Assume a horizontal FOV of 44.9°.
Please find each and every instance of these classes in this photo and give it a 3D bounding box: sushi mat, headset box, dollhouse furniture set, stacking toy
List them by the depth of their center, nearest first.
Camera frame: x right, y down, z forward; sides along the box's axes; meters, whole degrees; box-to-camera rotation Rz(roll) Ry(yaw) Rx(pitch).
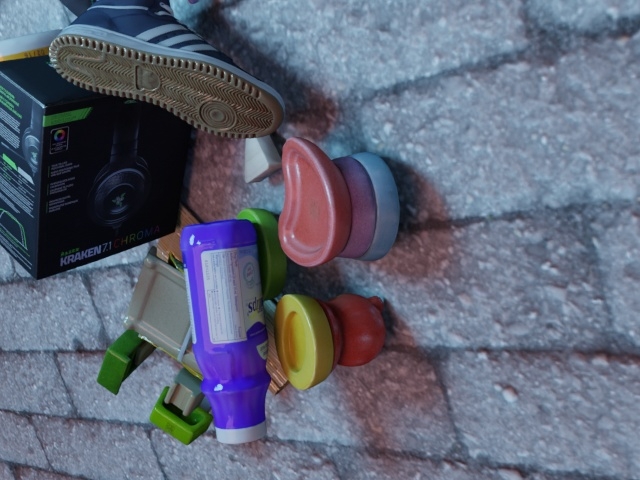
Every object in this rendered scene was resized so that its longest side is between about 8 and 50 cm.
[{"bbox_3d":[0.000,0.000,1.006,0.279,0.130,0.309,49,138,48],"label":"stacking toy"},{"bbox_3d":[-0.313,-0.125,1.068,0.131,0.246,0.283,35,126,27],"label":"headset box"},{"bbox_3d":[-0.143,0.093,1.201,0.316,0.019,0.151,46,133,13],"label":"sushi mat"},{"bbox_3d":[-0.197,0.140,1.209,0.197,0.151,0.301,32,125,7],"label":"dollhouse furniture set"}]

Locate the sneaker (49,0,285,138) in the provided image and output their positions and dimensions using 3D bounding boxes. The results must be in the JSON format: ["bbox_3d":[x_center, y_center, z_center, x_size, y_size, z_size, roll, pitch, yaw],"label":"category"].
[{"bbox_3d":[-0.167,-0.229,0.953,0.282,0.153,0.099,17,136,-3],"label":"sneaker"}]

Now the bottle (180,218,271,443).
[{"bbox_3d":[-0.117,0.115,0.998,0.092,0.118,0.283,-6,92,9],"label":"bottle"}]

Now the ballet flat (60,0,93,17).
[{"bbox_3d":[-0.388,-0.419,1.118,0.074,0.074,0.203,8,116,38],"label":"ballet flat"}]

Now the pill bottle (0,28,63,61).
[{"bbox_3d":[-0.434,-0.178,1.214,0.162,0.162,0.278,2,112,40],"label":"pill bottle"}]

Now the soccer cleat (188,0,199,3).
[{"bbox_3d":[-0.239,-0.391,1.000,0.248,0.083,0.095,31,133,22],"label":"soccer cleat"}]
